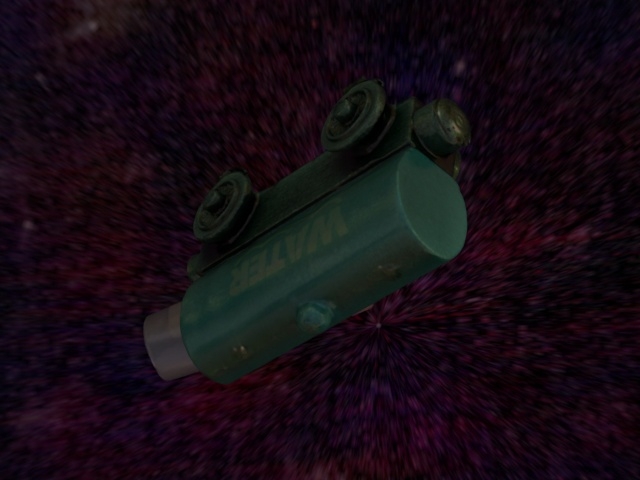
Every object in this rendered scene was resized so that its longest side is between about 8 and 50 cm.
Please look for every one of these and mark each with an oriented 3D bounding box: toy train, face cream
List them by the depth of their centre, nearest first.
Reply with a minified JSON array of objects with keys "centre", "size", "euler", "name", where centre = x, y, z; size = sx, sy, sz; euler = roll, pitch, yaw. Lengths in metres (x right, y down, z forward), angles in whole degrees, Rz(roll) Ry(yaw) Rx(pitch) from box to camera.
[{"centre":[0.000,0.000,1.328],"size":[0.101,0.159,0.248],"euler":[36,129,-29],"name":"toy train"},{"centre":[-0.053,0.060,1.711],"size":[0.198,0.084,0.057],"euler":[-22,123,9],"name":"face cream"}]
